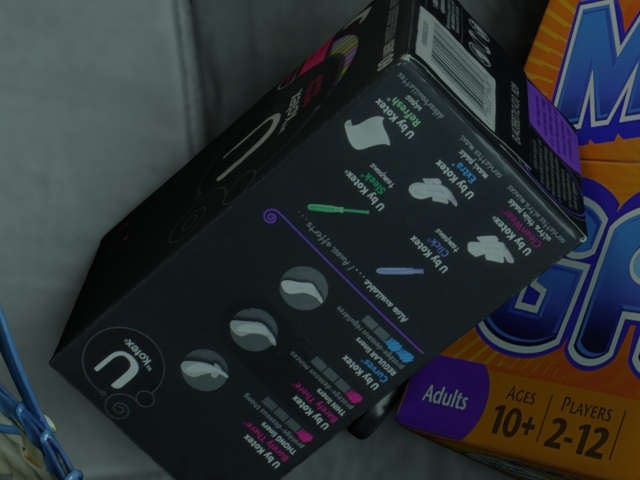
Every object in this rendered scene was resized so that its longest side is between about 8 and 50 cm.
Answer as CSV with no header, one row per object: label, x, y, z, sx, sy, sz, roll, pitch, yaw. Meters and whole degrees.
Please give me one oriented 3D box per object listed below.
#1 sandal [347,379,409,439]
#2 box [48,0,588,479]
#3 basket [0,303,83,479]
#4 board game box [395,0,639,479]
sandal,0.068,0.046,1.256,0.040,0.067,0.179,40,76,0
box,0.000,0.000,1.113,0.270,0.165,0.143,-40,105,20
basket,-0.247,0.160,1.044,0.255,0.201,0.289,-33,131,-19
board game box,0.333,0.027,1.163,0.356,0.356,0.356,26,80,-32
